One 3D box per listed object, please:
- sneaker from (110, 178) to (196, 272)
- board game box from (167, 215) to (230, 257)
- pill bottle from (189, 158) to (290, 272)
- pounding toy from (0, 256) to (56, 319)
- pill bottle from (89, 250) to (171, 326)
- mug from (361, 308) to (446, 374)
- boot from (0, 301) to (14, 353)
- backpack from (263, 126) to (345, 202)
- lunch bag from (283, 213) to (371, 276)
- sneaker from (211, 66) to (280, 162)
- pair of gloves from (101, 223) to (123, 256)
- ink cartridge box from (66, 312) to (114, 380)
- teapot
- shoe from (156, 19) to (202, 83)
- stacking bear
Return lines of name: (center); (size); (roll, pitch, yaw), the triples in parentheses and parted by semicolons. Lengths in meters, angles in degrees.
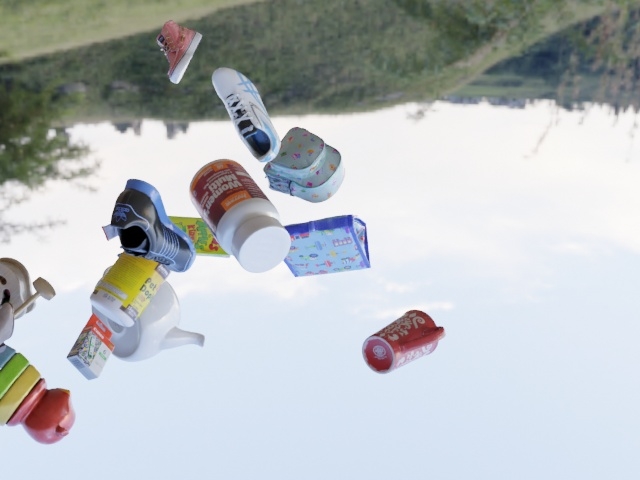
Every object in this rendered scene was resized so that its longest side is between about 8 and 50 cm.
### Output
sneaker: (-0.276, 0.001, 1.416); (0.081, 0.232, 0.090); (8, -122, 23)
board game box: (-0.312, -0.009, 2.156); (0.181, 0.092, 0.043); (3, 168, -9)
pill bottle: (-0.146, -0.045, 1.575); (0.121, 0.121, 0.221); (-11, -140, -27)
pounding toy: (-0.790, 0.136, 2.107); (0.269, 0.154, 0.155); (-30, -175, 7)
pill bottle: (-0.415, 0.081, 1.969); (0.117, 0.117, 0.215); (18, -114, 38)
mug: (0.188, 0.223, 1.973); (0.169, 0.150, 0.113); (-19, -115, -48)
boot: (-0.589, 0.169, 1.526); (0.042, 0.118, 0.087); (27, -158, 29)
backpack: (-0.034, -0.191, 2.239); (0.188, 0.144, 0.166); (27, -116, 17)
lunch bag: (0.000, 0.000, 2.310); (0.221, 0.138, 0.293); (-8, 167, 10)
sneaker: (-0.167, -0.283, 1.951); (0.085, 0.237, 0.086); (-27, -165, 20)
pair of gloves: (-0.537, -0.013, 2.523); (0.159, 0.198, 0.023); (-29, -173, -15)
ink cartridge box: (-0.402, 0.186, 1.555); (0.029, 0.063, 0.115); (-18, -147, 28)
teapot: (-0.442, 0.172, 2.187); (0.252, 0.256, 0.187); (-13, -177, 43)
shoe: (-0.307, -0.396, 1.812); (0.081, 0.063, 0.178); (27, -141, -13)
stacking bear: (-0.634, 0.309, 1.795); (0.164, 0.289, 0.175); (-56, -173, -23)
